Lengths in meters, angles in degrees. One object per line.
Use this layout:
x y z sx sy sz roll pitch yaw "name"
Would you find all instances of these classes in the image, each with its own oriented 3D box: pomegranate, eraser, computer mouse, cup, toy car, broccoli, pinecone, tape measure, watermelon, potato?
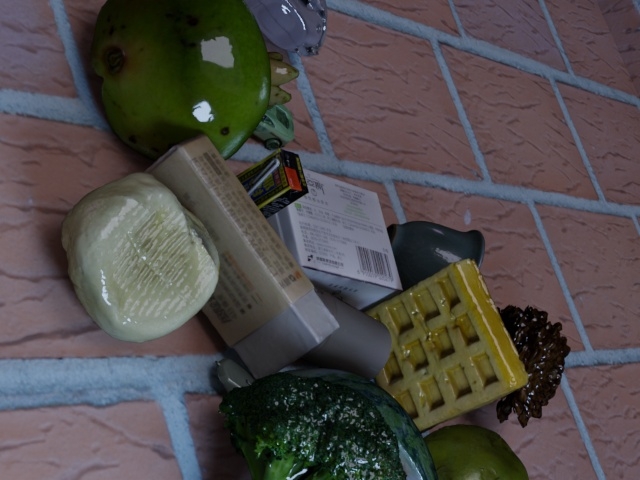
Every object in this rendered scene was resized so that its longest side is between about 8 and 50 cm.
-0.164 -0.269 1.875 0.358 0.216 0.310 -2 72 -44 "pomegranate"
-0.127 0.026 1.761 0.343 0.144 0.078 55 35 1 "eraser"
-0.114 0.210 1.763 0.110 0.032 0.056 39 26 -18 "computer mouse"
0.173 0.039 2.176 0.150 0.199 0.199 27 41 -13 "cup"
-0.112 -0.220 2.080 0.186 0.058 0.093 28 46 -40 "toy car"
-0.037 0.311 1.628 0.297 0.297 0.297 -44 105 -17 "broccoli"
0.337 0.210 2.217 0.221 0.221 0.221 33 41 -35 "pinecone"
-0.071 -0.453 2.266 0.236 0.120 0.197 46 33 -27 "tape measure"
0.044 0.277 1.820 0.176 0.256 0.260 -29 99 -13 "watermelon"
0.237 0.385 1.989 0.253 0.148 0.186 -21 84 -58 "potato"

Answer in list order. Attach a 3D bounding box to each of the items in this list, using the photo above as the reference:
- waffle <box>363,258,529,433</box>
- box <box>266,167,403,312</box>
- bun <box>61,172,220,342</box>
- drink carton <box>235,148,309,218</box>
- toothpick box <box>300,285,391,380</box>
0.186 0.178 1.992 0.055 0.248 0.221 -2 66 -55 "waffle"
0.000 0.000 2.008 0.260 0.111 0.195 15 53 -45 "box"
-0.248 0.020 1.643 0.229 0.145 0.230 -7 99 -44 "bun"
-0.099 -0.070 1.877 0.056 0.165 0.071 9 57 -50 "drink carton"
0.013 0.143 1.913 0.180 0.111 0.111 30 43 -39 "toothpick box"
